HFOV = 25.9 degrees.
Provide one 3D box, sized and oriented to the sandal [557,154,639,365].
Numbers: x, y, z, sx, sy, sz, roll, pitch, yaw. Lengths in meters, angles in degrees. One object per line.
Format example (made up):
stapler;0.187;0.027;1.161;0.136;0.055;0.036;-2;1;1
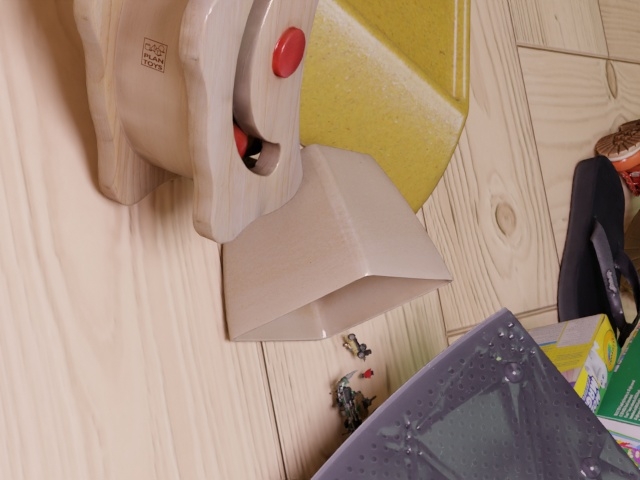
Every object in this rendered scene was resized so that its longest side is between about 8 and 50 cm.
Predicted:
sandal;0.272;0.025;1.330;0.097;0.054;0.255;40;48;-44

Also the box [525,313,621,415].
box;0.161;0.128;1.073;0.043;0.105;0.179;63;35;-17

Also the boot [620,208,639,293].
boot;0.401;-0.011;1.472;0.165;0.077;0.213;39;80;-47

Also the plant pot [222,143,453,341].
plant pot;0.000;0.000;0.877;0.109;0.109;0.096;6;62;-57

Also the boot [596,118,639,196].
boot;0.338;-0.081;1.471;0.158;0.059;0.085;-23;104;-59

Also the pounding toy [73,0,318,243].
pounding toy;-0.083;-0.139;0.750;0.154;0.154;0.270;-52;154;-39

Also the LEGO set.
LEGO set;0.021;0.105;0.948;0.054;0.023;0.083;59;23;-31

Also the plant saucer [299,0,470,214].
plant saucer;0.020;-0.229;1.001;0.333;0.081;0.333;33;53;-49

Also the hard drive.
hard drive;0.086;0.175;0.892;0.172;0.054;0.254;51;54;1

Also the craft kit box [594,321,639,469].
craft kit box;0.280;0.198;1.205;0.250;0.061;0.247;-42;134;-55
